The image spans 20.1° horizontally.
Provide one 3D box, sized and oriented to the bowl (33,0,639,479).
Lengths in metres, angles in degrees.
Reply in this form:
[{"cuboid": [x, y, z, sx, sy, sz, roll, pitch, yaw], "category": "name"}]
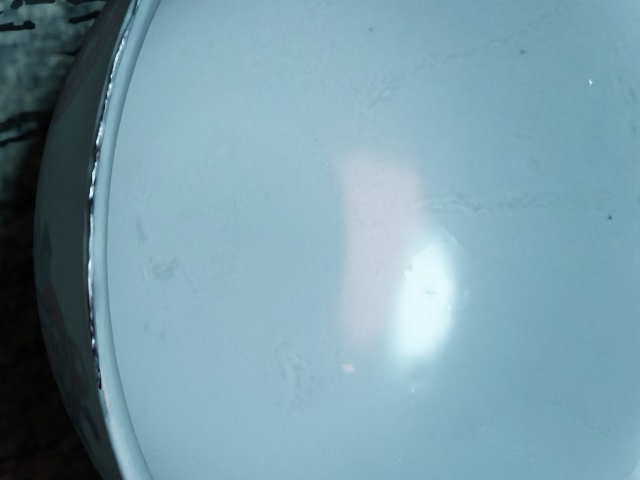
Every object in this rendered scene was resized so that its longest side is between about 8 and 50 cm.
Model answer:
[{"cuboid": [0.000, 0.000, 0.711, 0.345, 0.157, 0.345, 0, 91, -44], "category": "bowl"}]
